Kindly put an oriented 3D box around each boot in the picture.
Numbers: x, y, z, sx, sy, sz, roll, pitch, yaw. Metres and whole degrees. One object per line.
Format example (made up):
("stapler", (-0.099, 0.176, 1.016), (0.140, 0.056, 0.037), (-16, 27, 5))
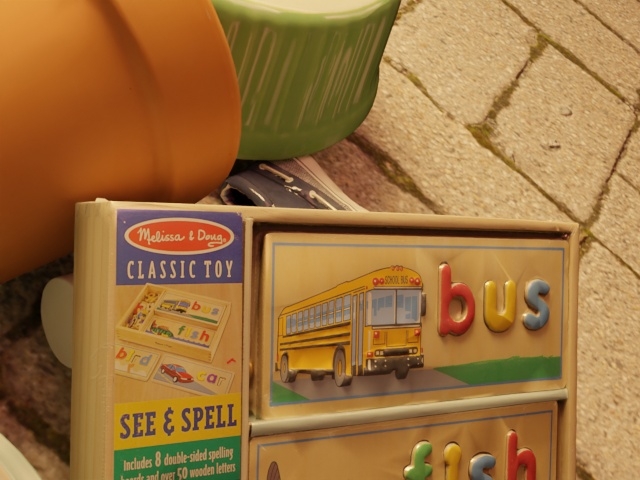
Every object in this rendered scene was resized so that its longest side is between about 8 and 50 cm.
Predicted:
("boot", (0.000, 0.000, 0.905), (0.190, 0.069, 0.086), (41, 47, 14))

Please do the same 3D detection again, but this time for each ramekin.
("ramekin", (-0.070, -0.230, 0.930), (0.303, 0.148, 0.303), (12, 47, -13))

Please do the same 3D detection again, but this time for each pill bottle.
("pill bottle", (-0.126, 0.046, 0.750), (0.137, 0.078, 0.078), (-13, 62, -44))

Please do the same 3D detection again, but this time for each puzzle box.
("puzzle box", (0.028, 0.112, 0.712), (0.409, 0.052, 0.272), (0, 90, -37))

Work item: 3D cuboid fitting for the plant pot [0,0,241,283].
("plant pot", (-0.226, -0.095, 0.674), (0.291, 0.291, 0.203), (45, 58, 6))

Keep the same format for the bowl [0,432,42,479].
("bowl", (-0.220, 0.174, 0.420), (0.312, 0.163, 0.311), (21, 45, -22))
